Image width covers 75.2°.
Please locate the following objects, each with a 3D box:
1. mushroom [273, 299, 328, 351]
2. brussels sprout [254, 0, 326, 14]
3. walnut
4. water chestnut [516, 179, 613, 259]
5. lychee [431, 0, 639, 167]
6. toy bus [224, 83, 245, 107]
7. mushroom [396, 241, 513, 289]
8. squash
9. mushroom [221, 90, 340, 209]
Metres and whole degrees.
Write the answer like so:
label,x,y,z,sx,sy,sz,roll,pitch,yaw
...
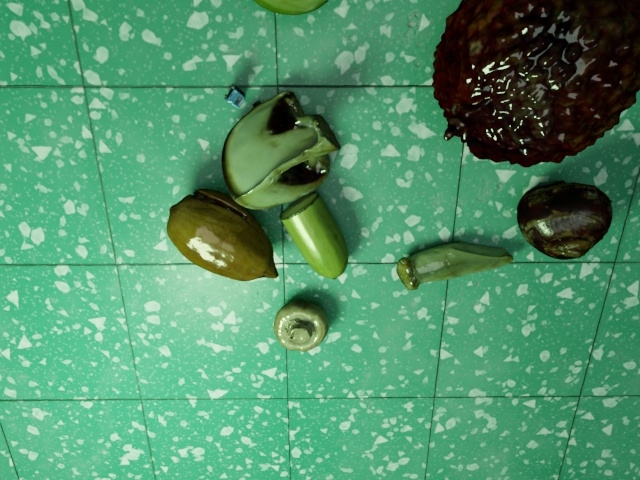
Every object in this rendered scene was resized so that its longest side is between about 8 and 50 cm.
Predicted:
label,x,y,z,sx,sy,sz,roll,pitch,yaw
mushroom,-0.059,0.262,1.251,0.167,0.127,0.166,2,115,3
brussels sprout,-0.070,-0.642,0.846,0.372,0.276,0.314,-3,106,1
walnut,-0.249,0.002,1.119,0.336,0.209,0.209,39,105,-12
water chestnut,0.641,-0.071,1.105,0.224,0.224,0.238,25,71,-9
lychee,0.439,-0.360,0.891,0.500,0.425,0.424,-31,108,-12
toy bus,-0.214,-0.363,1.047,0.046,0.083,0.038,31,107,-23
mushroom,0.385,0.060,1.207,0.334,0.087,0.107,-14,114,1
squash,0.000,0.000,1.159,0.133,0.132,0.247,-29,110,9
mushroom,-0.098,-0.236,1.080,0.292,0.212,0.217,-35,62,23
